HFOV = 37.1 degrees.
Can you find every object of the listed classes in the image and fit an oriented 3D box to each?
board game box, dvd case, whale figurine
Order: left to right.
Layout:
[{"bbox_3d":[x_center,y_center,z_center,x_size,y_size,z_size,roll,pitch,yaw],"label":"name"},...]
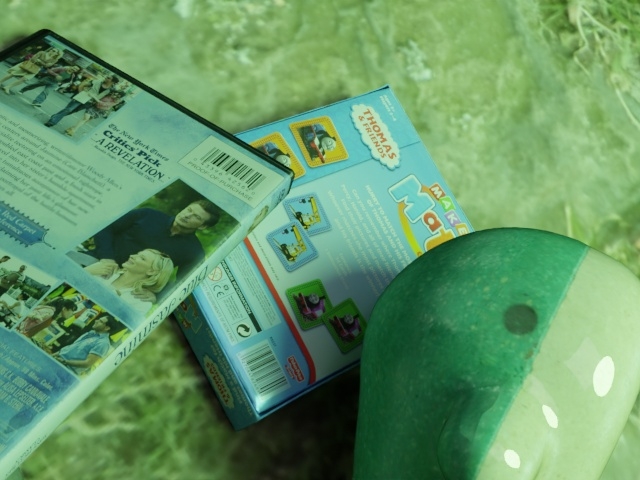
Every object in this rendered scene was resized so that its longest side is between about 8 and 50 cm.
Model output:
[{"bbox_3d":[-0.149,-0.011,0.468,0.180,0.022,0.253,30,44,11],"label":"dvd case"},{"bbox_3d":[0.000,0.000,0.594,0.211,0.039,0.160,-23,80,-35],"label":"board game box"},{"bbox_3d":[0.064,0.116,0.499,0.141,0.216,0.272,27,78,16],"label":"whale figurine"}]

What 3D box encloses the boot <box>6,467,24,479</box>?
[{"bbox_3d":[-0.137,0.131,0.438,0.189,0.076,0.208,-17,69,-37],"label":"boot"}]
